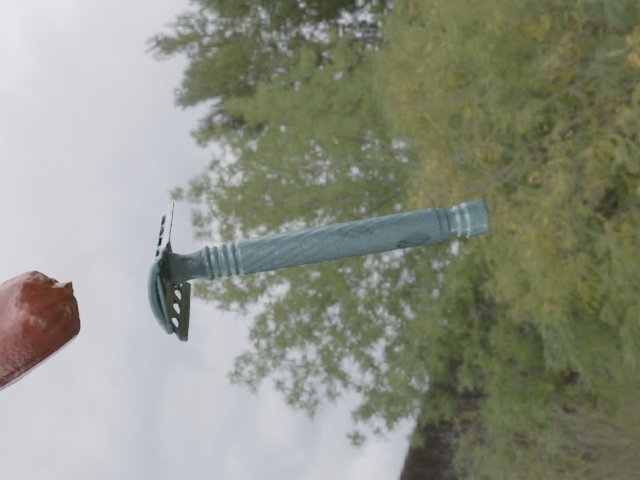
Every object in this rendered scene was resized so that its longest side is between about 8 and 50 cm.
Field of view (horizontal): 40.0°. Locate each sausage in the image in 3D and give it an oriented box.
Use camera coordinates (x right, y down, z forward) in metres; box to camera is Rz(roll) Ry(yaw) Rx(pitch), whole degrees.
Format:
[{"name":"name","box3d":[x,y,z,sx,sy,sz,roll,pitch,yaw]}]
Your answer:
[{"name":"sausage","box3d":[-0.472,0.142,1.330,0.148,0.254,0.148,54,-166,-20]}]

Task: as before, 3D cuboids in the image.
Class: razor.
[{"name":"razor","box3d":[0.000,0.000,0.602,0.106,0.231,0.068,-113,13,-70]}]
